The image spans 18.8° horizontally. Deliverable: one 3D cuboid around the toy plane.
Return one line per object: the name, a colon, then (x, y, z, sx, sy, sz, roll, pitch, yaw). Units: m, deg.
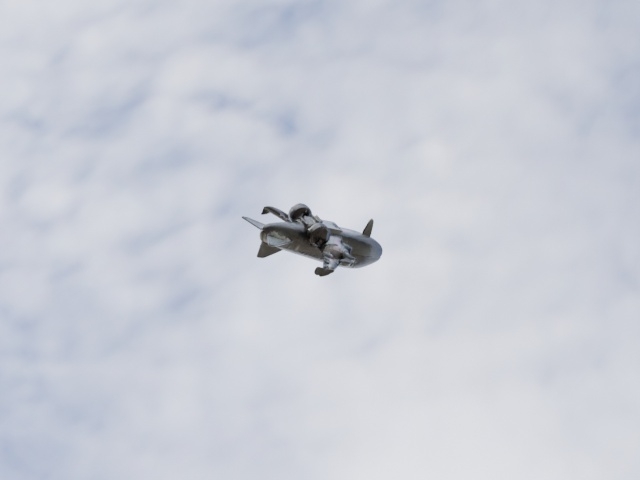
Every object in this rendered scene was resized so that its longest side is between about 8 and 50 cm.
toy plane: (0.000, 0.000, 1.061, 0.083, 0.078, 0.031, 4, -65, -30)
